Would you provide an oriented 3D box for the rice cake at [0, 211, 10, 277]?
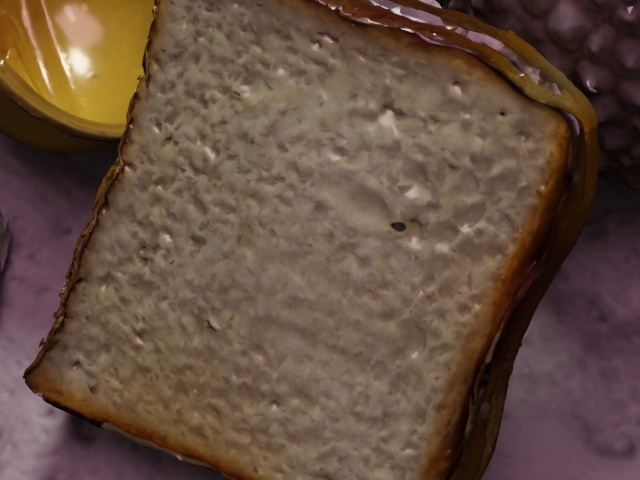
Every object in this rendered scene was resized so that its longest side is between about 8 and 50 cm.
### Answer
[{"bbox_3d":[-0.232,0.075,1.095,0.043,0.034,0.210,2,64,15],"label":"rice cake"}]

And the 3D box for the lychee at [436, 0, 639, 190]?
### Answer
[{"bbox_3d":[0.209,-0.173,1.057,0.300,0.300,0.300,-2,63,3],"label":"lychee"}]

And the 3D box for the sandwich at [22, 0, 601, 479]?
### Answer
[{"bbox_3d":[0.000,0.000,0.998,0.271,0.099,0.301,23,108,10],"label":"sandwich"}]

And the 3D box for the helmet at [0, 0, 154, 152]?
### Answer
[{"bbox_3d":[-0.179,-0.157,1.147,0.205,0.140,0.257,7,64,-33],"label":"helmet"}]
